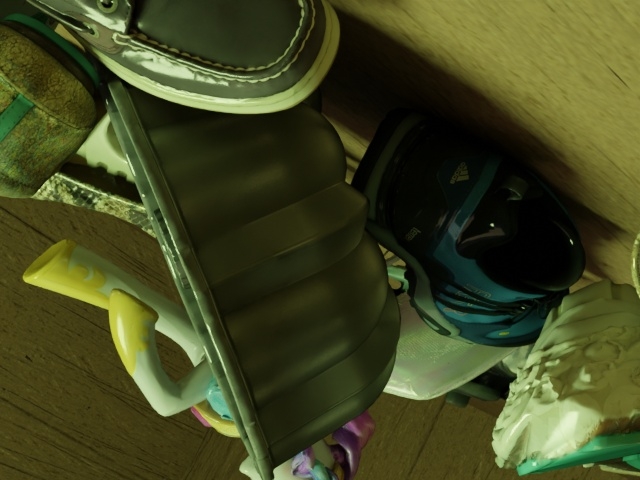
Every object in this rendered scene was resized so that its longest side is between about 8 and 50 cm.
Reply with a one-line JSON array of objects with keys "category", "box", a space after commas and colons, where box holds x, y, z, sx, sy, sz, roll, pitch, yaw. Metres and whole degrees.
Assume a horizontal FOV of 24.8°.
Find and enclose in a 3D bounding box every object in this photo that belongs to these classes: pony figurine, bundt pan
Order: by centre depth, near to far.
[{"category": "bundt pan", "box": [-0.045, -0.014, 0.964, 0.331, 0.124, 0.331, 159, 90, -82]}, {"category": "pony figurine", "box": [-0.017, 0.066, 1.264, 0.363, 0.351, 0.303, 52, 163, -20]}]

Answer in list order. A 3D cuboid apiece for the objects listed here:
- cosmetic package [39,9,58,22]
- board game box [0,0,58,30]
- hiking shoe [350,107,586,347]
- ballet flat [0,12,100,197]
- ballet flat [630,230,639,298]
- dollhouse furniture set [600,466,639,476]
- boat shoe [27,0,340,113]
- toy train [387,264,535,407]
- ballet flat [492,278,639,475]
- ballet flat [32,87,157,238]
[{"category": "cosmetic package", "box": [-0.163, -0.180, 0.964, 0.041, 0.060, 0.115, 29, 172, 0]}, {"category": "board game box", "box": [-0.325, -0.240, 1.024, 0.224, 0.098, 0.303, 27, 173, 12]}, {"category": "hiking shoe", "box": [0.130, 0.021, 1.043, 0.132, 0.113, 0.304, 25, 173, 34]}, {"category": "ballet flat", "box": [-0.223, -0.075, 0.961, 0.123, 0.123, 0.348, 30, 173, -15]}, {"category": "ballet flat", "box": [0.252, 0.041, 0.914, 0.206, 0.073, 0.067, 36, -175, -29]}, {"category": "dollhouse furniture set", "box": [0.352, 0.254, 1.284, 0.262, 0.259, 0.135, 32, 163, -22]}, {"category": "boat shoe", "box": [-0.122, -0.158, 0.795, 0.285, 0.103, 0.092, 32, 180, 21]}, {"category": "toy train", "box": [0.170, 0.105, 1.494, 0.190, 0.142, 0.334, 18, 175, -19]}, {"category": "ballet flat", "box": [0.212, 0.098, 1.016, 0.147, 0.147, 0.409, 25, -177, 28]}, {"category": "ballet flat", "box": [-0.214, -0.106, 1.487, 0.482, 0.164, 0.182, 22, 151, 4]}]
